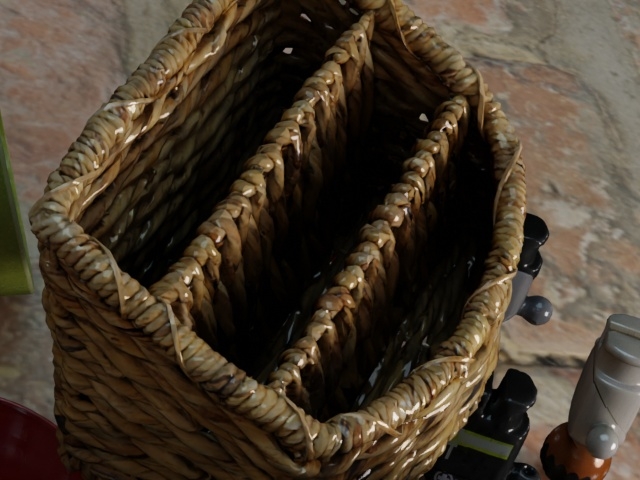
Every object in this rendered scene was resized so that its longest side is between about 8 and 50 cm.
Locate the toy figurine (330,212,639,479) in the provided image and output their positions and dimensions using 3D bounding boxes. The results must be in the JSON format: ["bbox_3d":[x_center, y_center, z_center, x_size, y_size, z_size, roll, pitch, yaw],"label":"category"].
[{"bbox_3d":[0.100,0.092,1.245,0.209,0.148,0.213,-13,45,-40],"label":"toy figurine"}]

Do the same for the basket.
[{"bbox_3d":[0.000,0.000,1.041,0.213,0.223,0.299,21,48,17],"label":"basket"}]

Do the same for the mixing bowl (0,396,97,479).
[{"bbox_3d":[-0.218,0.181,1.052,0.181,0.098,0.181,11,39,-9],"label":"mixing bowl"}]

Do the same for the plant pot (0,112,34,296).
[{"bbox_3d":[-0.357,-0.070,1.203,0.293,0.275,0.275,-12,45,-9],"label":"plant pot"}]
